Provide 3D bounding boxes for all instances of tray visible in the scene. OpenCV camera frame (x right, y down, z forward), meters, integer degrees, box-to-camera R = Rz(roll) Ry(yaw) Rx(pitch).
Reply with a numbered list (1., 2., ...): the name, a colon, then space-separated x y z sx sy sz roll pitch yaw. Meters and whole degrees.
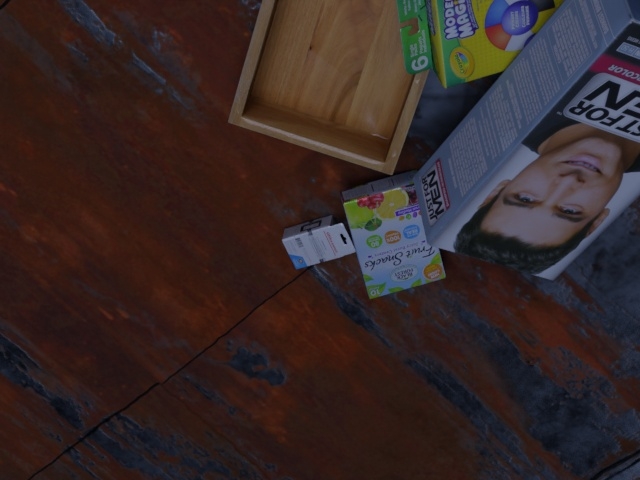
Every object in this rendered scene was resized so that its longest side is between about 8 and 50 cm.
1. tray: 0.048 -0.287 1.802 0.203 0.076 0.411 18 122 -1

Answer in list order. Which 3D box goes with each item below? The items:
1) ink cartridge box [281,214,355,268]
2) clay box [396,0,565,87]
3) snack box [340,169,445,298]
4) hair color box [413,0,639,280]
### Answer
1. ink cartridge box: 0.000 0.000 2.016 0.083 0.028 0.048 -15 119 19
2. clay box: 0.196 -0.249 1.751 0.222 0.053 0.127 -18 129 -8
3. snack box: 0.089 -0.007 1.976 0.100 0.037 0.141 -15 119 1
4. hair color box: 0.283 -0.124 1.773 0.185 0.113 0.374 15 135 -27
